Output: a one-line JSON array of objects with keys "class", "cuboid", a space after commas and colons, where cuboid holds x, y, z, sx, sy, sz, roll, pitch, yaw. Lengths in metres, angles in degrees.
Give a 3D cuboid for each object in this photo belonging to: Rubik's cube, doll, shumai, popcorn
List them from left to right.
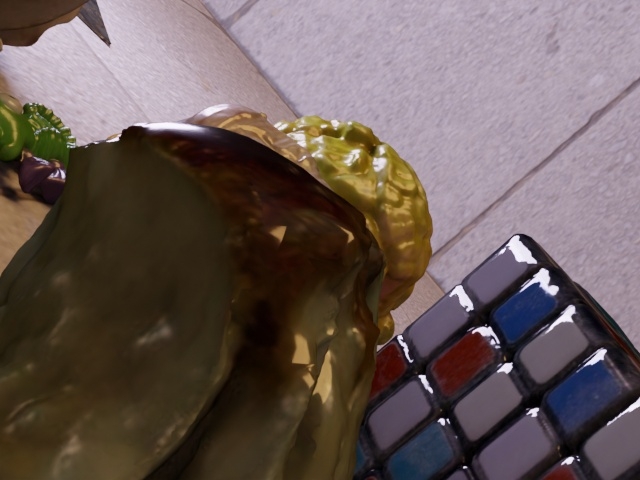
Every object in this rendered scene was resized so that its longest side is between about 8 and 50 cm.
[{"class": "doll", "cuboid": [-0.236, -0.083, 1.204, 0.115, 0.050, 0.190, 58, 8, 10]}, {"class": "shumai", "cuboid": [-0.058, 0.100, 0.563, 0.304, 0.263, 0.309, 47, 8, 2]}, {"class": "popcorn", "cuboid": [0.000, 0.000, 1.548, 0.259, 0.259, 0.212, 51, 33, 13]}, {"class": "Rubik's cube", "cuboid": [0.150, 0.224, 0.990, 0.292, 0.293, 0.287, 43, 10, -26]}]

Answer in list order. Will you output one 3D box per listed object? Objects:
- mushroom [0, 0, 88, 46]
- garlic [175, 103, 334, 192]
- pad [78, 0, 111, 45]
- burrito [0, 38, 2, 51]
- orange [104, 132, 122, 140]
[{"class": "mushroom", "cuboid": [-0.281, -0.311, 1.328, 0.297, 0.297, 0.290, 51, -19, 13]}, {"class": "garlic", "cuboid": [-0.096, 0.015, 1.144, 0.218, 0.218, 0.212, 50, 42, 8]}, {"class": "pad", "cuboid": [-0.410, -0.415, 1.950, 0.367, 0.007, 0.247, 45, 10, -30]}, {"class": "burrito", "cuboid": [-0.349, -0.202, 1.100, 0.275, 0.082, 0.059, 35, 46, -49]}, {"class": "orange", "cuboid": [-0.169, -0.059, 1.366, 0.083, 0.070, 0.083, 48, 13, -15]}]
